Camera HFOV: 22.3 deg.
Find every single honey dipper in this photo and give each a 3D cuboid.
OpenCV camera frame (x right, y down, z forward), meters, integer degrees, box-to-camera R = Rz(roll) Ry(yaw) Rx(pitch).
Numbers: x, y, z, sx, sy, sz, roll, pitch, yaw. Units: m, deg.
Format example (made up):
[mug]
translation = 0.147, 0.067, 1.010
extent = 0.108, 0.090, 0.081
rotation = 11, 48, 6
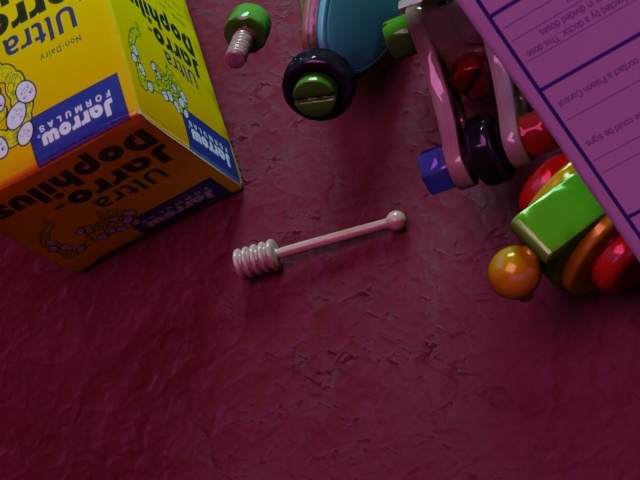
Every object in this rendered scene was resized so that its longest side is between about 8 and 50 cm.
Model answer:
[honey dipper]
translation = 0.000, 0.000, 1.431
extent = 0.161, 0.030, 0.030
rotation = -17, 66, 17

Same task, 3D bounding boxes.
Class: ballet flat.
[ballet flat]
translation = 0.039, -0.297, 1.478
extent = 0.124, 0.116, 0.342
rotation = 7, 74, 49

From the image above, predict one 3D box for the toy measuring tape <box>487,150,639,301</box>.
[toy measuring tape]
translation = 0.263, -0.050, 1.293
extent = 0.330, 0.121, 0.121
rotation = -36, 58, -15

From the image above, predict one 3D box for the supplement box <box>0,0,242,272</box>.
[supplement box]
translation = -0.240, -0.185, 1.517
extent = 0.194, 0.195, 0.356
rotation = -27, 63, 16

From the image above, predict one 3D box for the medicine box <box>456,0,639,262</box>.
[medicine box]
translation = 0.273, -0.149, 1.070
extent = 0.263, 0.289, 0.149
rotation = -29, 23, 24

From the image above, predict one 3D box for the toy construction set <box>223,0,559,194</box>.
[toy construction set]
translation = 0.125, -0.220, 1.293
extent = 0.309, 0.257, 0.237
rotation = -42, 18, 33
